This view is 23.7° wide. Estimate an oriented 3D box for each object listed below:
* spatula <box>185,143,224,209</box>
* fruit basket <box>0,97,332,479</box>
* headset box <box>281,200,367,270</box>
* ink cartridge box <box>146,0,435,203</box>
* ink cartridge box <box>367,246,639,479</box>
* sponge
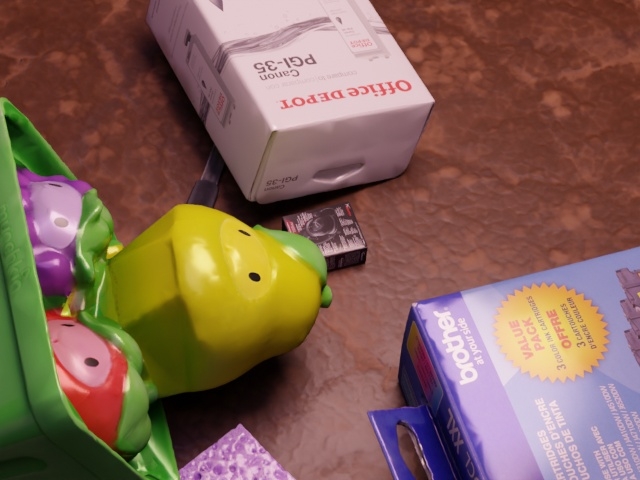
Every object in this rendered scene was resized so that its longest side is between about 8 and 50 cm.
[{"bbox_3d":[-0.113,-0.083,1.640,0.084,0.030,0.296,18,57,-2],"label":"spatula"},{"bbox_3d":[-0.183,0.057,1.399,0.392,0.283,0.392,-10,57,16],"label":"fruit basket"},{"bbox_3d":[0.000,0.000,1.591,0.083,0.032,0.062,-15,57,-12],"label":"headset box"},{"bbox_3d":[-0.035,-0.195,1.649,0.207,0.117,0.283,-13,56,-29],"label":"ink cartridge box"},{"bbox_3d":[0.243,0.169,1.424,0.395,0.151,0.270,-15,58,-11],"label":"ink cartridge box"},{"bbox_3d":[-0.114,0.270,1.399,0.210,0.031,0.117,-35,65,-24],"label":"sponge"}]
